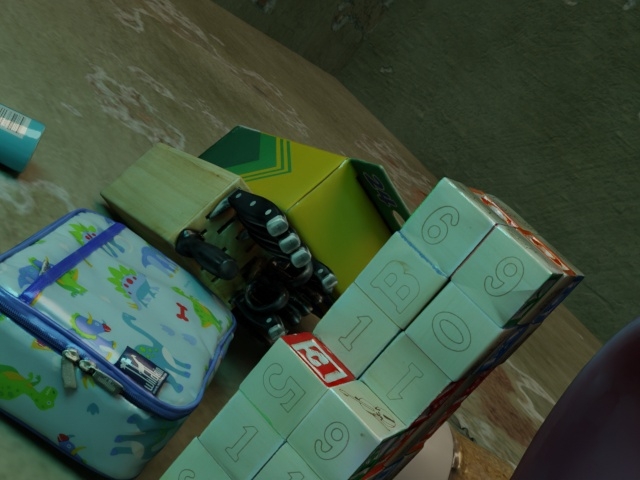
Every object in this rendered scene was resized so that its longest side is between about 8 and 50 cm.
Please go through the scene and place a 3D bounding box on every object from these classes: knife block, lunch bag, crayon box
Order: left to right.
[{"bbox_3d":[-0.160,0.064,0.653,0.176,0.090,0.219,36,14,-2],"label":"lunch bag"},{"bbox_3d":[-0.105,-0.018,0.812,0.275,0.088,0.242,44,-14,14],"label":"knife block"},{"bbox_3d":[0.000,0.000,0.908,0.203,0.083,0.323,56,-15,-26],"label":"crayon box"}]

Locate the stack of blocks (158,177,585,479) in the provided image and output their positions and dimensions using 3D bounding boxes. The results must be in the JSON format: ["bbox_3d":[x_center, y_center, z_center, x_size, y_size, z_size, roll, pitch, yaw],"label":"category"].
[{"bbox_3d":[0.026,0.102,0.579,0.087,0.297,0.171,45,15,19],"label":"stack of blocks"}]

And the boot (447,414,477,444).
[{"bbox_3d":[0.108,0.209,0.890,0.161,0.083,0.246,50,19,14],"label":"boot"}]

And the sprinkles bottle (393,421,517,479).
[{"bbox_3d":[0.169,0.264,0.786,0.355,0.121,0.121,34,16,-20],"label":"sprinkles bottle"}]

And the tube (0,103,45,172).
[{"bbox_3d":[-0.360,-0.132,0.821,0.207,0.052,0.080,28,13,-20],"label":"tube"}]

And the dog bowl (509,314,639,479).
[{"bbox_3d":[0.173,0.214,0.468,0.150,0.408,0.408,26,14,6],"label":"dog bowl"}]
